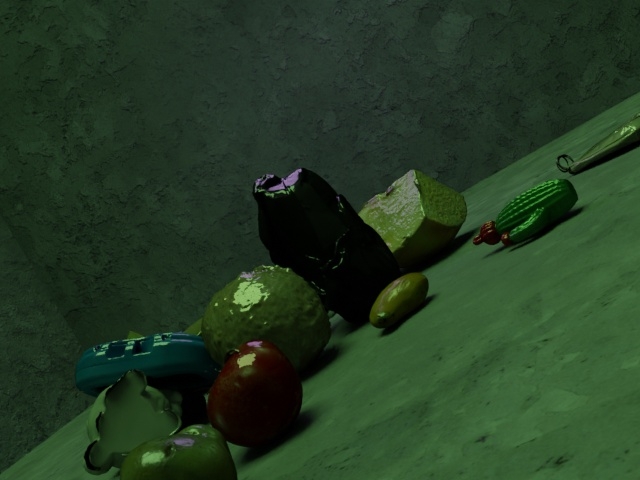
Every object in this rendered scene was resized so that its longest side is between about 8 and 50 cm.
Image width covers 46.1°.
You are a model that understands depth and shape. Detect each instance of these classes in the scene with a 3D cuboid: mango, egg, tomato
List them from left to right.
[{"bbox_3d":[-0.103,0.256,1.272,0.187,0.151,0.187,19,-90,-77],"label":"tomato"},{"bbox_3d":[-0.123,0.190,1.671,0.310,0.279,0.279,5,23,32],"label":"egg"},{"bbox_3d":[0.166,0.130,1.600,0.190,0.075,0.098,-41,3,-38],"label":"mango"}]

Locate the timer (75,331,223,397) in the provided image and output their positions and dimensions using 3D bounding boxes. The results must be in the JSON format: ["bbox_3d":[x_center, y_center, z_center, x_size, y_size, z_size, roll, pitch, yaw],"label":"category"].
[{"bbox_3d":[-0.401,0.314,1.833,0.339,0.115,0.309,-10,-21,8],"label":"timer"}]

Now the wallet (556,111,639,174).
[{"bbox_3d":[0.842,-0.300,2.091,0.335,0.068,0.275,-31,0,-32],"label":"wallet"}]

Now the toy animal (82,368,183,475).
[{"bbox_3d":[-0.435,0.428,1.722,0.257,0.194,0.357,-28,-9,-23],"label":"toy animal"}]

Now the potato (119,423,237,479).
[{"bbox_3d":[-0.190,0.327,1.046,0.157,0.157,0.194,-30,4,18],"label":"potato"}]

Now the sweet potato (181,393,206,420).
[{"bbox_3d":[-0.349,0.430,1.920,0.081,0.062,0.233,-7,-11,-25],"label":"sweet potato"}]

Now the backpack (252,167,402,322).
[{"bbox_3d":[0.000,0.000,1.911,0.254,0.446,0.363,-38,1,4],"label":"backpack"}]

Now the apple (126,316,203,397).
[{"bbox_3d":[-0.420,0.356,2.248,0.295,0.234,0.257,-12,7,-30],"label":"apple"}]

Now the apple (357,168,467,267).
[{"bbox_3d":[0.238,-0.042,2.169,0.309,0.252,0.314,-44,-7,36],"label":"apple"}]

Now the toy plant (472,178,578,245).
[{"bbox_3d":[0.449,-0.051,1.647,0.240,0.088,0.155,-38,17,5],"label":"toy plant"}]

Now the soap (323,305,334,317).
[{"bbox_3d":[-0.032,0.220,2.253,0.183,0.064,0.121,-29,2,25],"label":"soap"}]
